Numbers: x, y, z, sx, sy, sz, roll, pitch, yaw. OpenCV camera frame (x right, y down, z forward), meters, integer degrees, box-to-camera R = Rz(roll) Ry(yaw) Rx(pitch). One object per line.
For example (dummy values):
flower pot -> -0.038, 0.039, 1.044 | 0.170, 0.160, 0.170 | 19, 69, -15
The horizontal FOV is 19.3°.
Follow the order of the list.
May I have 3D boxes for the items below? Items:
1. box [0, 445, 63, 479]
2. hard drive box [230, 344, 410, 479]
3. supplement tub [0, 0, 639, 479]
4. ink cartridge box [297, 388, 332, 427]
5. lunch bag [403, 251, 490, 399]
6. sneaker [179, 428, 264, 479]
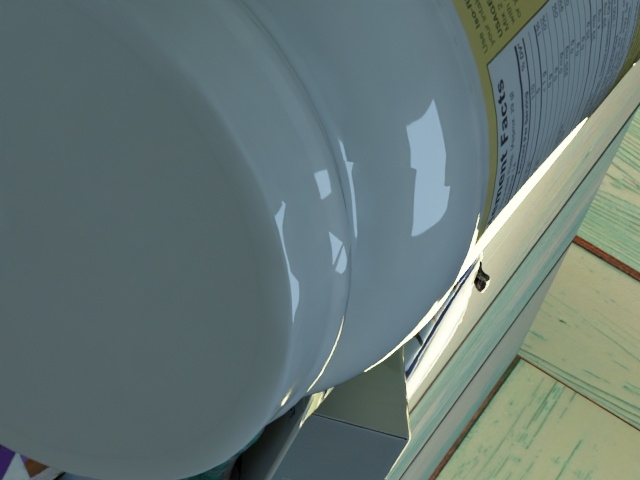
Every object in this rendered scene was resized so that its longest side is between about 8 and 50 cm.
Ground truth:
box -> -0.106, 0.026, 1.080 | 0.201, 0.057, 0.293 | -61, 169, 18
hard drive box -> -0.017, 0.157, 1.495 | 0.181, 0.089, 0.232 | -92, -156, -50
supplement tub -> -0.017, -0.089, 0.700 | 0.331, 0.241, 0.241 | -46, 163, -45
ink cartridge box -> 0.000, 0.000, 1.235 | 0.255, 0.097, 0.188 | -33, 146, -80
lunch bag -> 0.052, 0.116, 1.857 | 0.303, 0.115, 0.243 | -54, 170, -16
sneaker -> -0.088, 0.129, 1.439 | 0.223, 0.083, 0.098 | 115, -9, -45
